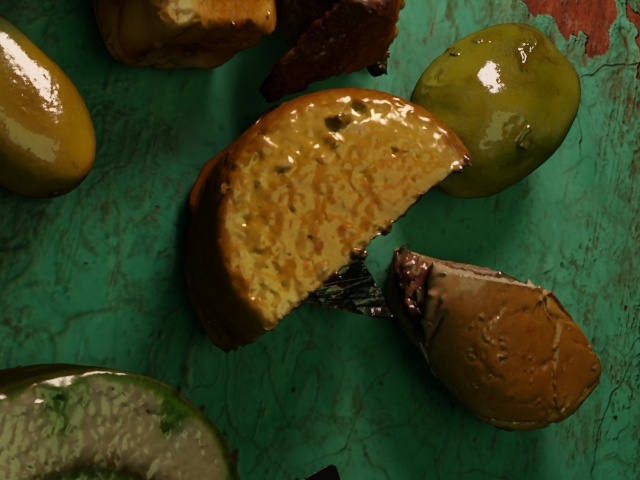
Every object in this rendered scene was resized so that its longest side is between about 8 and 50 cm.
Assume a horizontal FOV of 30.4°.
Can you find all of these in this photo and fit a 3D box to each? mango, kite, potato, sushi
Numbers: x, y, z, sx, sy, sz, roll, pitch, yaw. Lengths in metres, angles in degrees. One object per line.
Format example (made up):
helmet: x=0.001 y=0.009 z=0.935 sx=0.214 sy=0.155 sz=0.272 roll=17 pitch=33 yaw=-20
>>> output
mango: x=-0.293 y=-0.130 z=1.125 sx=0.130 sy=0.092 sz=0.194 roll=-26 pitch=98 yaw=-31
kite: x=0.000 y=0.000 z=1.333 sx=0.189 sy=0.009 sz=0.232 roll=-31 pitch=85 yaw=-11
potato: x=0.212 y=-0.161 z=1.434 sx=0.186 sy=0.148 sz=0.253 roll=47 pitch=64 yaw=-26
sushi: x=0.023 y=-0.278 z=1.308 sx=0.167 sy=0.179 sz=0.296 roll=9 pitch=54 yaw=-12

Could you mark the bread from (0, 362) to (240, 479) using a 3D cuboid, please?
bread: x=-0.244 y=0.297 z=1.116 sx=0.382 sy=0.129 sz=0.366 roll=46 pitch=65 yaw=-23

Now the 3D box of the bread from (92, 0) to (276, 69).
bread: x=-0.154 y=-0.348 z=1.196 sx=0.195 sy=0.149 sz=0.344 roll=-9 pitch=93 yaw=-49

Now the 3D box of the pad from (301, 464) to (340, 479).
pad: x=-0.028 y=0.335 z=1.337 sx=0.157 sy=0.003 sz=0.112 roll=-23 pitch=100 yaw=-32

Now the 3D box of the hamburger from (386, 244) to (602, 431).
hamburger: x=0.206 y=0.119 z=1.421 sx=0.282 sy=0.155 sz=0.245 roll=-4 pitch=97 yaw=-29

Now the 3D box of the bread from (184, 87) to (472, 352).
bread: x=-0.020 y=-0.052 z=1.231 sx=0.340 sy=0.194 sz=0.179 roll=-39 pitch=96 yaw=-11
